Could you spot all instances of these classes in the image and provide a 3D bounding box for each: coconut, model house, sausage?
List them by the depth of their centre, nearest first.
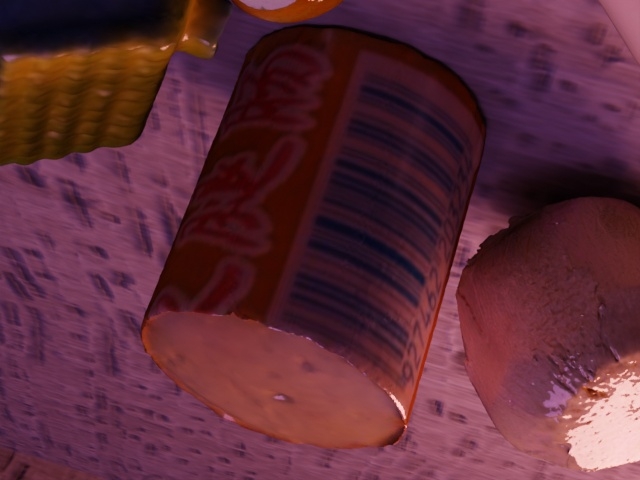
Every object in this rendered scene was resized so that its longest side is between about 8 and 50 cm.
[{"bbox_3d":[-0.228,-0.179,1.009,0.303,0.215,0.237,21,160,-9],"label":"model house"},{"bbox_3d":[0.000,0.000,1.129,0.233,0.287,0.233,14,154,7],"label":"sausage"},{"bbox_3d":[0.229,0.075,1.203,0.227,0.230,0.227,-11,131,-13],"label":"coconut"}]

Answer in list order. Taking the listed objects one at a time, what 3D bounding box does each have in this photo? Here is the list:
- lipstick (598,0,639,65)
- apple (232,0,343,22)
[{"bbox_3d":[0.272,-0.125,0.940,0.087,0.087,0.327,-4,146,38],"label":"lipstick"},{"bbox_3d":[-0.022,-0.212,0.956,0.102,0.099,0.114,-3,121,21],"label":"apple"}]
